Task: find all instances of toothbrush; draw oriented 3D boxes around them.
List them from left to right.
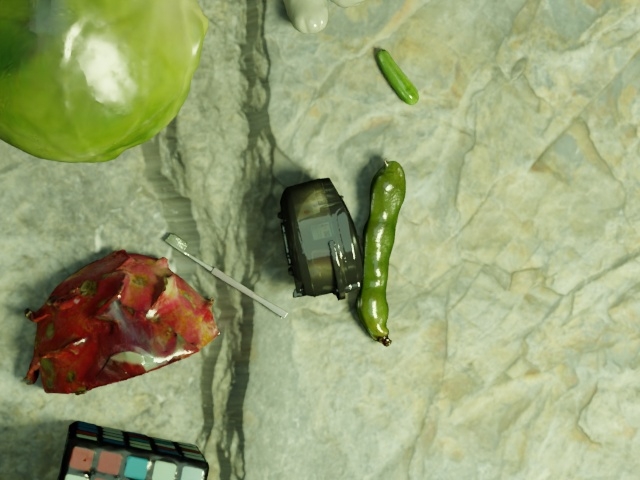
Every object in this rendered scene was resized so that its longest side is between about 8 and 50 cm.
[{"bbox_3d":[-0.128,0.049,1.922,0.194,0.014,0.017,35,85,-6],"label":"toothbrush"}]

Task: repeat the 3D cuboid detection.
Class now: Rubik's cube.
[{"bbox_3d":[-0.253,0.344,1.820,0.182,0.184,0.187,12,89,-8],"label":"Rubik's cube"}]

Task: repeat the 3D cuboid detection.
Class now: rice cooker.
[{"bbox_3d":[0.000,0.000,1.891,0.106,0.112,0.165,-7,90,-2],"label":"rice cooker"}]

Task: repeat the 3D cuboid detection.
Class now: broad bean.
[{"bbox_3d":[0.082,0.016,1.933,0.053,0.052,0.256,6,92,29],"label":"broad bean"}]

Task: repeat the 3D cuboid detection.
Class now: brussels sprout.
[{"bbox_3d":[-0.312,-0.264,1.787,0.344,0.268,0.344,0,90,-30],"label":"brussels sprout"}]

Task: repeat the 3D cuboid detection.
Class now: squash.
[{"bbox_3d":[0.105,-0.224,1.950,0.027,0.027,0.089,-38,93,-6],"label":"squash"}]

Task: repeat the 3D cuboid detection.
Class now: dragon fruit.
[{"bbox_3d":[-0.272,0.100,1.846,0.274,0.126,0.161,-18,93,-8],"label":"dragon fruit"}]

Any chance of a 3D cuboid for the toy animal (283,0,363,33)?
[{"bbox_3d":[0.046,-0.399,1.822,0.271,0.265,0.206,-21,91,-5],"label":"toy animal"}]
